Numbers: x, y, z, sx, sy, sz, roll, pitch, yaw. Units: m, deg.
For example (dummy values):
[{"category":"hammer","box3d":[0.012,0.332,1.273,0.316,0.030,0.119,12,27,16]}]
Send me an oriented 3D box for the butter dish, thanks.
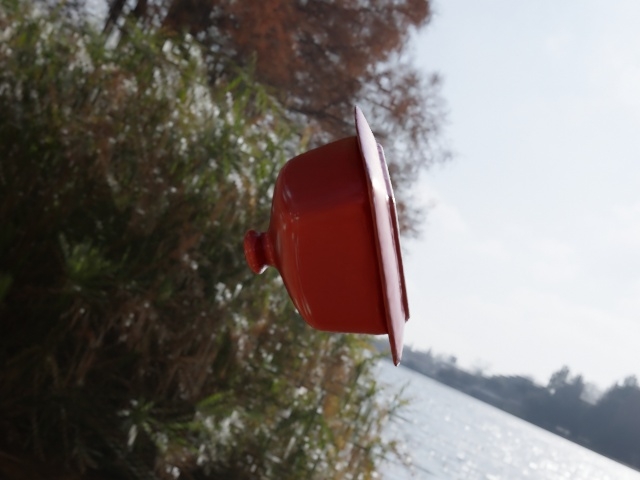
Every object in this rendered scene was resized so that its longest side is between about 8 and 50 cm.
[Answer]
[{"category":"butter dish","box3d":[0.000,0.000,0.747,0.118,0.160,0.160,-9,29,3]}]
